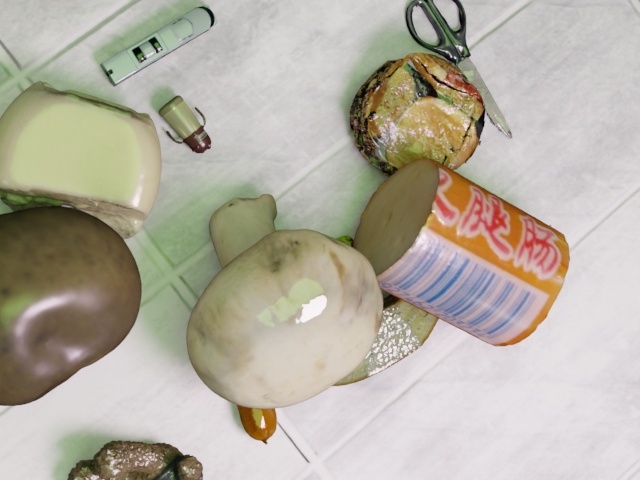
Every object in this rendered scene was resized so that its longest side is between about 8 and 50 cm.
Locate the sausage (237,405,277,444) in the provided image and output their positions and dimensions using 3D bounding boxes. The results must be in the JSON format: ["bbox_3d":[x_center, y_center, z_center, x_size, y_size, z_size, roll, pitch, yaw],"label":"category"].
[{"bbox_3d":[-0.112,0.246,1.961,0.062,0.054,0.183,-10,84,-43],"label":"sausage"}]

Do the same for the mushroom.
[{"bbox_3d":[-0.074,0.084,1.875,0.314,0.314,0.336,-10,48,-17],"label":"mushroom"}]

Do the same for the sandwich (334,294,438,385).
[{"bbox_3d":[0.095,0.160,2.010,0.258,0.096,0.094,-30,102,-13],"label":"sandwich"}]

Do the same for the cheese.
[{"bbox_3d":[-0.381,-0.119,1.862,0.266,0.127,0.233,14,86,-13],"label":"cheese"}]

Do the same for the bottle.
[{"bbox_3d":[-0.219,-0.185,1.957,0.063,0.047,0.101,-33,104,21],"label":"bottle"}]

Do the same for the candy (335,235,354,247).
[{"bbox_3d":[0.000,0.000,2.023,0.123,0.035,0.035,12,96,-6],"label":"candy"}]

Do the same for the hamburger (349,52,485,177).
[{"bbox_3d":[0.164,-0.206,2.041,0.231,0.107,0.231,-1,92,-18],"label":"hamburger"}]

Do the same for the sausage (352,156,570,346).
[{"bbox_3d":[0.227,0.021,1.964,0.287,0.233,0.233,27,80,-21],"label":"sausage"}]

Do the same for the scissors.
[{"bbox_3d":[0.259,-0.306,2.116,0.109,0.022,0.300,-35,98,-12],"label":"scissors"}]

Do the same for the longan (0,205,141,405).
[{"bbox_3d":[-0.438,0.095,1.762,0.350,0.288,0.288,-25,95,-17],"label":"longan"}]

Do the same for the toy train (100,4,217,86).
[{"bbox_3d":[-0.259,-0.322,1.948,0.207,0.047,0.043,-34,98,-14],"label":"toy train"}]

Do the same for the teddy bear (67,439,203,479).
[{"bbox_3d":[-0.255,0.381,1.880,0.251,0.182,0.129,34,42,-11],"label":"teddy bear"}]
